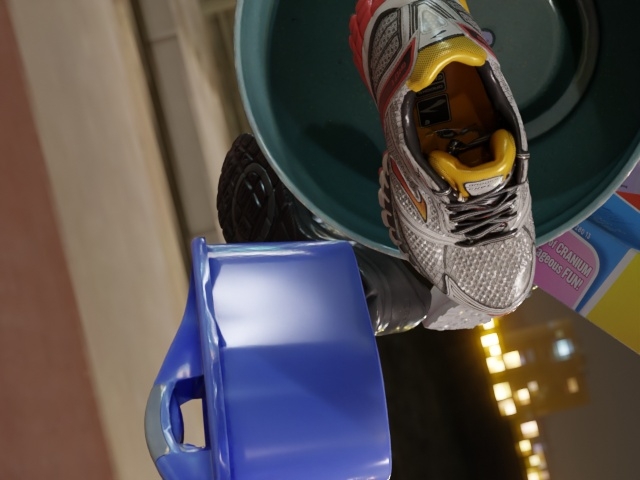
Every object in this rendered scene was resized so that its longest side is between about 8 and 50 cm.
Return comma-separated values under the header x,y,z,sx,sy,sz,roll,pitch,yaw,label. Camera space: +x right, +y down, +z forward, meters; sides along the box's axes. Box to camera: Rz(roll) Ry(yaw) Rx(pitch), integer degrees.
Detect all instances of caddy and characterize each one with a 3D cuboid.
x,y,z,sx,sy,sz,roll,pitch,yaw,label
-0.050,0.142,1.411,0.341,0.179,0.241,-102,-170,-57,caddy

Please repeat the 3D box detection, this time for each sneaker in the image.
x,y,z,sx,sy,sz,roll,pitch,yaw,label
0.178,0.011,1.831,0.090,0.235,0.095,-3,59,-42,sneaker
0.000,0.000,1.775,0.130,0.109,0.286,0,43,-46,sneaker
0.075,-0.039,1.002,0.092,0.088,0.225,-117,-176,-52,sneaker

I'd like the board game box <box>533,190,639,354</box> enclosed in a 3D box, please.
x,y,z,sx,sy,sz,roll,pitch,yaw,label
0.305,0.058,1.327,0.316,0.064,0.242,35,18,35,board game box

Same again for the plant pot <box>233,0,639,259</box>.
x,y,z,sx,sy,sz,roll,pitch,yaw,label
0.106,-0.142,1.254,0.196,0.293,0.293,-29,105,-74,plant pot

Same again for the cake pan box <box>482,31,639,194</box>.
x,y,z,sx,sy,sz,roll,pitch,yaw,label
0.204,-0.110,1.589,0.070,0.267,0.245,-11,108,-50,cake pan box
